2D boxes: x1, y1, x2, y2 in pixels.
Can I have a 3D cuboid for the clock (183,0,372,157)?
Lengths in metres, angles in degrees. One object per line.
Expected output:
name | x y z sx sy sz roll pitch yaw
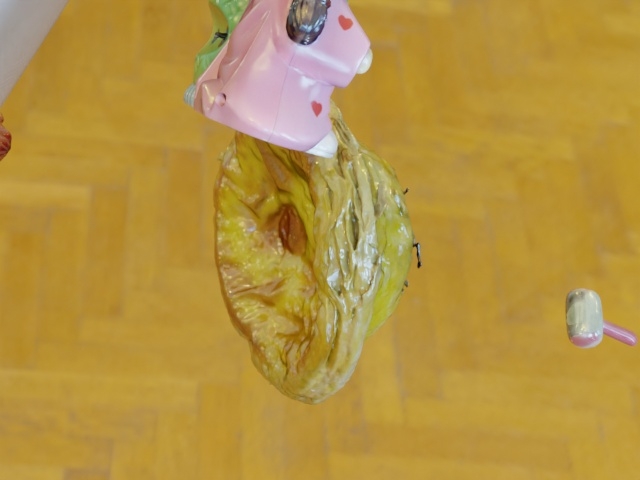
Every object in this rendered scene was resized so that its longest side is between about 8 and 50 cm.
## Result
clock | -0.021 -0.164 1.180 0.100 0.195 0.194 16 7 -16

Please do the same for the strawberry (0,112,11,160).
strawberry | -0.290 -0.047 1.113 0.190 0.111 0.236 16 12 -31

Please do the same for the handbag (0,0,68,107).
handbag | -0.197 -0.093 0.344 0.302 0.283 0.149 32 -14 -37

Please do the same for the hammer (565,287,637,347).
hammer | 0.243 0.073 1.509 0.083 0.031 0.052 22 58 -35

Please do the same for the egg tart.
egg tart | 0.000 0.000 1.569 0.116 0.295 0.295 -8 44 -28
